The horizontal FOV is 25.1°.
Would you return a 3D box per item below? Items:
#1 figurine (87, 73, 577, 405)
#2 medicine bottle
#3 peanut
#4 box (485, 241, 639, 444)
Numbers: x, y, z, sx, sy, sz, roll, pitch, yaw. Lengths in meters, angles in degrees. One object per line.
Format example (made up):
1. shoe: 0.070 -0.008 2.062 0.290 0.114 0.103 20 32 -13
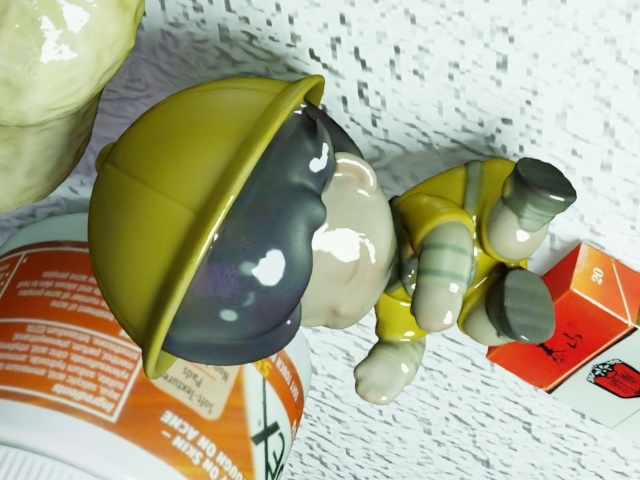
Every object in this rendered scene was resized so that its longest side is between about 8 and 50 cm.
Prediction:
1. figurine: -0.001 -0.003 0.803 0.257 0.167 0.192 5 130 -16
2. medicine bottle: -0.154 0.144 0.974 0.253 0.240 0.252 13 141 11
3. peanut: -0.166 -0.099 0.793 0.110 0.120 0.236 -6 145 -30
4. box: 0.194 0.073 0.892 0.152 0.048 0.100 28 139 -11
